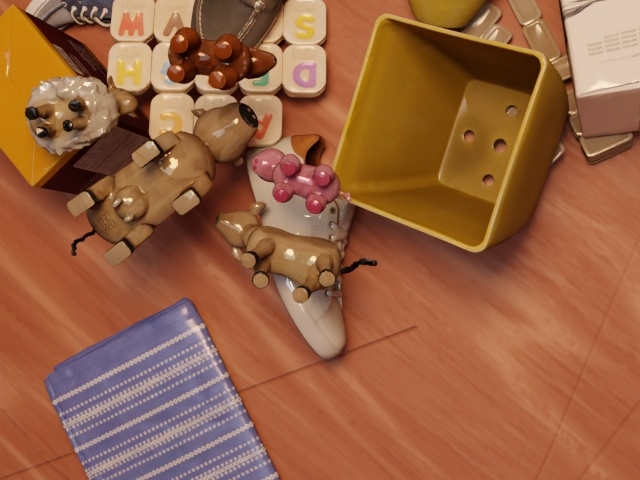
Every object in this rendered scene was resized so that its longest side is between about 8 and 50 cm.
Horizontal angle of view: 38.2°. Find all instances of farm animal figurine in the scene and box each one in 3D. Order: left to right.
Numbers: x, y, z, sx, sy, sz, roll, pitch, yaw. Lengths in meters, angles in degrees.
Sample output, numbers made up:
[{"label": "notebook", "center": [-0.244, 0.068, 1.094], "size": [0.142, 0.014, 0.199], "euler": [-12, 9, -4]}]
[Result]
[{"label": "farm animal figurine", "center": [-0.134, -0.070, 1.065], "size": [0.326, 0.172, 0.330], "euler": [-17, 103, 10]}]

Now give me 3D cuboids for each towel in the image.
[{"label": "towel", "center": [-0.204, 0.273, 1.241], "size": [0.243, 0.040, 0.336], "euler": [-28, 83, 9]}]

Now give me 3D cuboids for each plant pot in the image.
[{"label": "plant pot", "center": [0.157, -0.318, 1.142], "size": [0.134, 0.134, 0.095], "euler": [16, 119, 14]}, {"label": "plant pot", "center": [0.167, -0.118, 1.063], "size": [0.212, 0.187, 0.212], "euler": [24, 102, 33]}]

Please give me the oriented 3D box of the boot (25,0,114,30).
[{"label": "boot", "center": [-0.320, -0.324, 1.274], "size": [0.190, 0.069, 0.086], "euler": [-38, 77, 7]}]

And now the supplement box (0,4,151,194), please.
[{"label": "supplement box", "center": [-0.339, -0.172, 1.208], "size": [0.129, 0.194, 0.191], "euler": [-43, 79, 8]}]

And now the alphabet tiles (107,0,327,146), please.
[{"label": "alphabet tiles", "center": [-0.133, -0.255, 1.205], "size": [0.284, 0.021, 0.278], "euler": [1, 74, 0]}]

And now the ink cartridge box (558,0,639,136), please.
[{"label": "ink cartridge box", "center": [0.322, -0.253, 1.037], "size": [0.100, 0.172, 0.237], "euler": [-9, 78, 17]}]

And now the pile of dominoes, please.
[{"label": "pile of dominoes", "center": [0.297, -0.214, 1.151], "size": [0.196, 0.040, 0.251], "euler": [-25, 74, 12]}]

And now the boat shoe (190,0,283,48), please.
[{"label": "boat shoe", "center": [-0.075, -0.378, 1.170], "size": [0.112, 0.095, 0.335], "euler": [26, 80, 12]}]

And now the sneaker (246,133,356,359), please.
[{"label": "sneaker", "center": [0.000, 0.000, 1.163], "size": [0.123, 0.106, 0.290], "euler": [-19, 82, 14]}]
